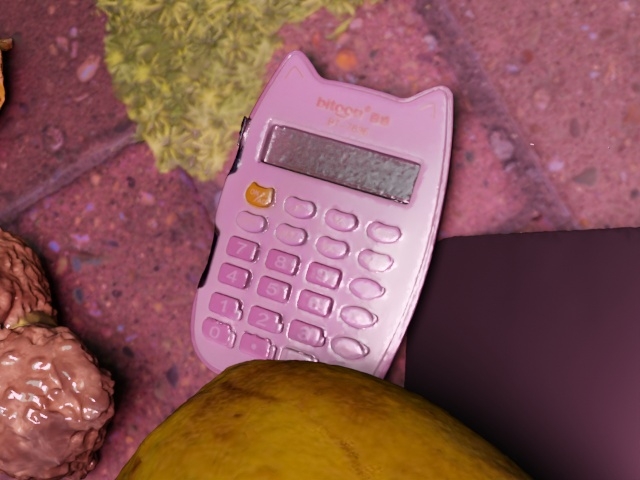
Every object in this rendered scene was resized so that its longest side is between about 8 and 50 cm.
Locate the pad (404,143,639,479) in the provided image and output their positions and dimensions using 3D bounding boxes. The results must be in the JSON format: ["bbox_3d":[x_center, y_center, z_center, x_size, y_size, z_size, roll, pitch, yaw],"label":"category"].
[{"bbox_3d":[0.237,0.082,0.721,0.375,0.063,0.315,-2,80,35],"label":"pad"}]

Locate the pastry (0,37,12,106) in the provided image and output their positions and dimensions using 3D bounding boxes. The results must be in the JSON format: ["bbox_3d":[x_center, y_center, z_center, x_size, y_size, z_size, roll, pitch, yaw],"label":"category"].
[{"bbox_3d":[-0.388,-0.106,0.919,0.154,0.102,0.250,28,85,34],"label":"pastry"}]

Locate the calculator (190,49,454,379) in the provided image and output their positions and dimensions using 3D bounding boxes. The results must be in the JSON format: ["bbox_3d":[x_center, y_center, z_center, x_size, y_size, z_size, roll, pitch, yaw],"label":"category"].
[{"bbox_3d":[0.000,0.000,0.823,0.194,0.043,0.294,17,88,19],"label":"calculator"}]

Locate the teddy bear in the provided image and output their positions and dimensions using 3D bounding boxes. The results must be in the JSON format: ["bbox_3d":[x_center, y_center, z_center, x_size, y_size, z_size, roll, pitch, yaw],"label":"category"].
[{"bbox_3d":[-0.323,0.097,0.808,0.296,0.246,0.222,3,43,-17],"label":"teddy bear"}]

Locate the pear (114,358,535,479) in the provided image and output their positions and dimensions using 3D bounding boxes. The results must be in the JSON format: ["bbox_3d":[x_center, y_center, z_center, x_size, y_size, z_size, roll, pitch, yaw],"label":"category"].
[{"bbox_3d":[0.012,0.273,0.618,0.352,0.352,0.413,-44,66,4],"label":"pear"}]
